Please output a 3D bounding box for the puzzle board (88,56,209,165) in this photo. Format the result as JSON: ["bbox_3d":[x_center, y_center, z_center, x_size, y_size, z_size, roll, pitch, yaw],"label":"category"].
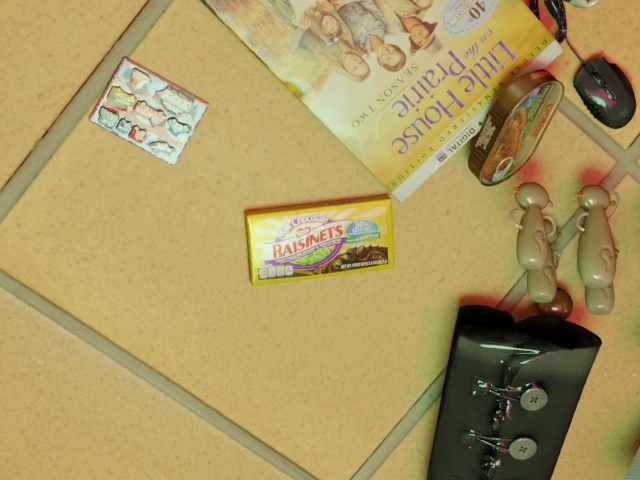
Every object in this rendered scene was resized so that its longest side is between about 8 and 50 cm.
[{"bbox_3d":[-0.224,-0.167,1.507,0.128,0.011,0.096,28,100,-19],"label":"puzzle board"}]

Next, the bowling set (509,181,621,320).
[{"bbox_3d":[0.357,0.017,1.644,0.287,0.200,0.154,15,62,-20],"label":"bowling set"}]

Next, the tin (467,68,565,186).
[{"bbox_3d":[0.263,-0.151,1.553,0.106,0.040,0.189,-15,144,-32],"label":"tin"}]

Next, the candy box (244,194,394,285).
[{"bbox_3d":[0.000,0.000,1.601,0.206,0.027,0.105,-7,106,-10],"label":"candy box"}]

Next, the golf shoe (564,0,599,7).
[{"bbox_3d":[0.382,-0.425,1.467,0.105,0.120,0.272,12,119,-15],"label":"golf shoe"}]

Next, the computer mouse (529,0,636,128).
[{"bbox_3d":[0.366,-0.251,1.591,0.071,0.041,0.242,-40,110,3],"label":"computer mouse"}]

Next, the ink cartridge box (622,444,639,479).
[{"bbox_3d":[0.643,0.348,1.800,0.324,0.071,0.330,47,62,-20],"label":"ink cartridge box"}]

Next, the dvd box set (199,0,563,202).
[{"bbox_3d":[0.072,-0.293,1.496,0.307,0.062,0.420,-43,111,8],"label":"dvd box set"}]

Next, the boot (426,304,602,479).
[{"bbox_3d":[0.336,0.324,1.708,0.367,0.146,0.445,4,108,-13],"label":"boot"}]
